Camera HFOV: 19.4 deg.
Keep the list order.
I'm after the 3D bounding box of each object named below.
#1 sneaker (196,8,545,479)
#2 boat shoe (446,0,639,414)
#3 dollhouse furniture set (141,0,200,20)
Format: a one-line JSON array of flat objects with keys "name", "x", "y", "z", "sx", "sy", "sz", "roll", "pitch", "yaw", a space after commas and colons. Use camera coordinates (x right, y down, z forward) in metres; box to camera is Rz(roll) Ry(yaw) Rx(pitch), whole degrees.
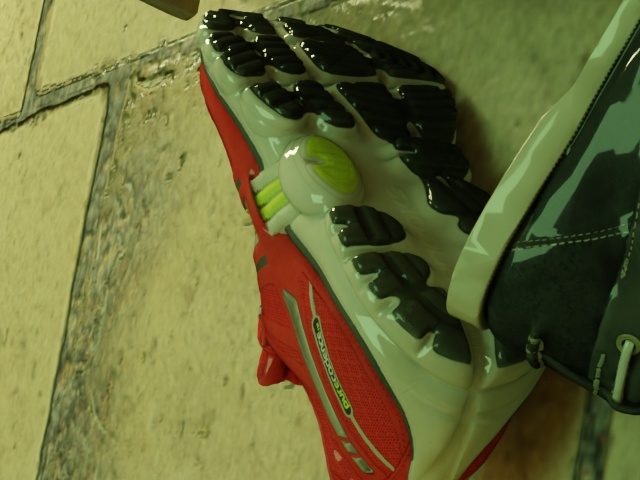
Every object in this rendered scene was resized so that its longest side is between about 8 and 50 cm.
[{"name": "sneaker", "x": 0.000, "y": 0.000, "z": 0.743, "sx": 0.279, "sy": 0.107, "sz": 0.118, "roll": -112, "pitch": 36, "yaw": -52}, {"name": "boat shoe", "x": 0.130, "y": -0.056, "z": 0.578, "sx": 0.079, "sy": 0.084, "sz": 0.233, "roll": 34, "pitch": 103, "yaw": 21}, {"name": "dollhouse furniture set", "x": -0.031, "y": -0.260, "z": 0.841, "sx": 0.374, "sy": 0.152, "sz": 0.201, "roll": -18, "pitch": 60, "yaw": 58}]
